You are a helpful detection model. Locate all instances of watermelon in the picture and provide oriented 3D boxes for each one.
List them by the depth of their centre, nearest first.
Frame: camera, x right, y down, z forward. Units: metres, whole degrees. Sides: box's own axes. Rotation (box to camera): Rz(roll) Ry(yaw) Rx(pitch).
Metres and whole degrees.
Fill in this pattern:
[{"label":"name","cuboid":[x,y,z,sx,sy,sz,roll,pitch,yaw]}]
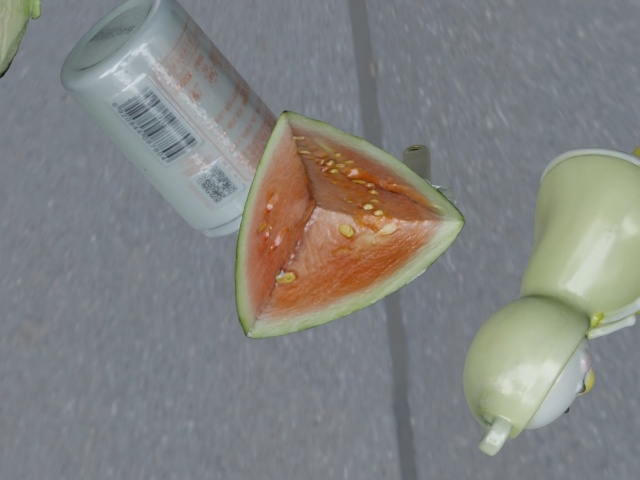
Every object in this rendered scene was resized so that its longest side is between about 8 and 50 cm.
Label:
[{"label":"watermelon","cuboid":[0.000,0.000,1.086,0.125,0.094,0.135,33,84,7]}]

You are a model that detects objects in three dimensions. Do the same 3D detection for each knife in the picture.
[{"label":"knife","cuboid":[0.093,-0.039,1.656,0.047,0.298,0.017,-4,107,4]}]

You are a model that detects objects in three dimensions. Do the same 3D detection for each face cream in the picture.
[{"label":"face cream","cuboid":[-0.070,-0.058,1.378,0.101,0.101,0.251,-36,117,10]}]

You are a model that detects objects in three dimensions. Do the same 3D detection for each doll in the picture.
[{"label":"doll","cuboid":[0.187,0.040,1.399,0.117,0.141,0.296,28,61,-4]}]

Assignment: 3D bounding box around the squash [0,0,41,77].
[{"label":"squash","cuboid":[-0.259,-0.154,1.240,0.085,0.192,0.184,18,145,9]}]
